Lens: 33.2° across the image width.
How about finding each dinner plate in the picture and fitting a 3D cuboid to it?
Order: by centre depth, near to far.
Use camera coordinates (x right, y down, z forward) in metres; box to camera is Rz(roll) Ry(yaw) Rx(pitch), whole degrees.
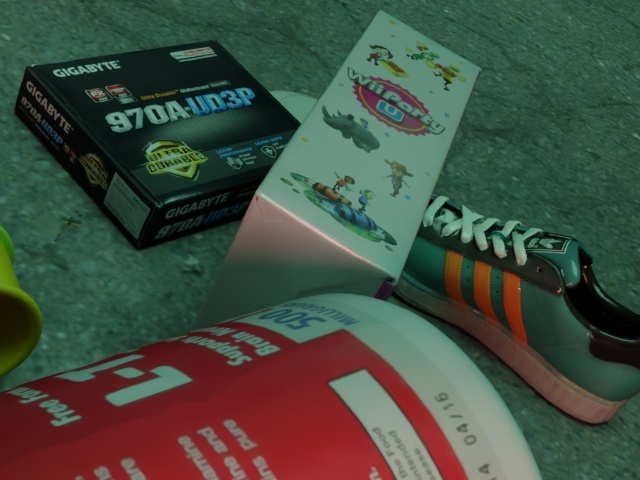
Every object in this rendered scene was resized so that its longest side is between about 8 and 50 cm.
[{"bbox_3d":[-0.004,-0.108,1.062,0.141,0.017,0.141,21,37,-17],"label":"dinner plate"}]

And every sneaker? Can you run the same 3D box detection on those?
[{"bbox_3d":[0.163,0.023,0.930,0.302,0.121,0.108,35,34,7],"label":"sneaker"}]

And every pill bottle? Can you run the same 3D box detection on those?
[{"bbox_3d":[-0.110,0.173,0.432,0.408,0.229,0.229,-15,55,-40],"label":"pill bottle"}]

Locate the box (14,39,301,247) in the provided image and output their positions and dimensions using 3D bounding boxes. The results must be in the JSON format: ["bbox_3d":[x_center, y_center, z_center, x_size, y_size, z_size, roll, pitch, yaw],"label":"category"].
[{"bbox_3d":[-0.120,-0.091,0.922,0.175,0.051,0.220,46,38,20],"label":"box"}]

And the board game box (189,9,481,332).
[{"bbox_3d":[0.000,0.000,0.748,0.098,0.224,0.303,28,35,-2],"label":"board game box"}]

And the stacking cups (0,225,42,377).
[{"bbox_3d":[-0.272,-0.043,0.728,0.096,0.096,0.316,3,39,-34],"label":"stacking cups"}]
